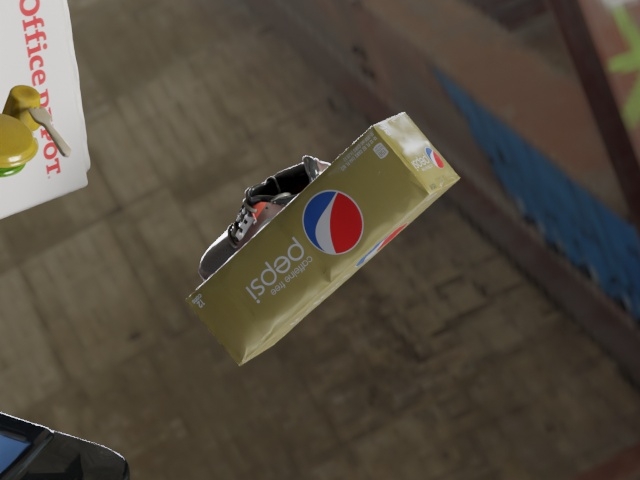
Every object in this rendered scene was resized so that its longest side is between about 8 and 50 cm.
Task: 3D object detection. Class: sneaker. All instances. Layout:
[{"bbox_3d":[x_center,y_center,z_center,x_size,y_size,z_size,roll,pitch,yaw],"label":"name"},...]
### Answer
[{"bbox_3d":[-0.050,-0.022,1.599,0.158,0.065,0.061,-38,-135,19],"label":"sneaker"}]

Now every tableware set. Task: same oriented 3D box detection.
[{"bbox_3d":[-0.218,-0.061,1.041,0.154,0.024,0.104,-8,-138,-29],"label":"tableware set"}]

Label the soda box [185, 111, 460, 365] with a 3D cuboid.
[{"bbox_3d":[0.000,0.000,1.238,0.181,0.058,0.061,-43,174,24],"label":"soda box"}]

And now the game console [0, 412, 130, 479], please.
[{"bbox_3d":[-0.283,0.096,1.040,0.293,0.173,0.250,16,-145,20],"label":"game console"}]

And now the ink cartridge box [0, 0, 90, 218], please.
[{"bbox_3d":[-0.278,-0.085,1.216,0.237,0.172,0.100,-23,-141,-26],"label":"ink cartridge box"}]
